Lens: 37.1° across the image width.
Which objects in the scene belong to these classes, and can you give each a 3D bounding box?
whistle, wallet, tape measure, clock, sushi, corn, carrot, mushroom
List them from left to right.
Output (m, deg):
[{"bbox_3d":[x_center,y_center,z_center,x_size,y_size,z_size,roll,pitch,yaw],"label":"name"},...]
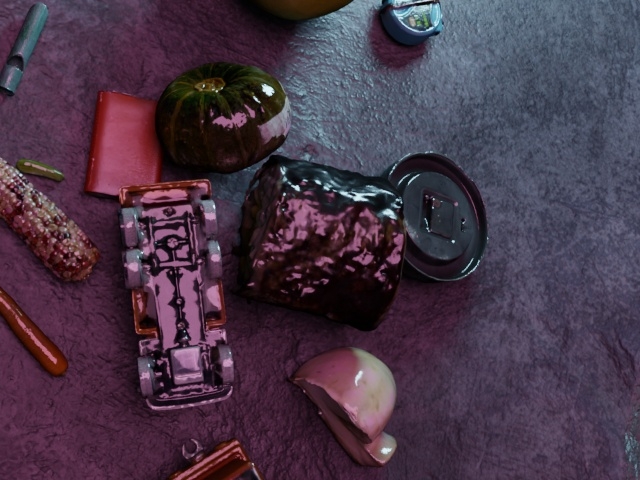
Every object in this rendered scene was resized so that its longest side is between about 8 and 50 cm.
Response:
[{"bbox_3d":[-0.531,0.143,1.681,0.043,0.043,0.248,-42,93,-23],"label":"carrot"},{"bbox_3d":[-0.554,-0.358,1.779,0.039,0.039,0.186,22,71,-15],"label":"whistle"},{"bbox_3d":[-0.508,-0.039,1.699,0.280,0.092,0.092,47,67,-5],"label":"corn"},{"bbox_3d":[-0.365,-0.174,1.807,0.142,0.045,0.204,10,76,-22],"label":"wallet"},{"bbox_3d":[-0.002,-0.001,1.782,0.294,0.281,0.299,13,81,-12],"label":"sushi"},{"bbox_3d":[0.092,0.296,1.818,0.173,0.162,0.236,-40,96,-22],"label":"mushroom"},{"bbox_3d":[0.200,-0.492,2.071,0.146,0.081,0.125,-13,81,-22],"label":"tape measure"},{"bbox_3d":[0.228,-0.047,1.972,0.281,0.055,0.280,10,71,-31],"label":"clock"}]

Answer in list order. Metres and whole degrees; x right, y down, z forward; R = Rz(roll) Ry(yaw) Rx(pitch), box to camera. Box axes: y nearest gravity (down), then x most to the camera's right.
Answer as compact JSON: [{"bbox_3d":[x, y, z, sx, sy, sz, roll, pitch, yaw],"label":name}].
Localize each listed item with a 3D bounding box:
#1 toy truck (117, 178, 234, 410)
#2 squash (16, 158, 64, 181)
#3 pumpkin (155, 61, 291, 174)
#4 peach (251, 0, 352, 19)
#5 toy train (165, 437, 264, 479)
[{"bbox_3d":[-0.260,0.096,1.702,0.174,0.207,0.387,-6,89,-12],"label":"toy truck"},{"bbox_3d":[-0.514,-0.130,1.753,0.089,0.027,0.027,15,74,-19],"label":"squash"},{"bbox_3d":[-0.186,-0.218,1.791,0.260,0.260,0.189,-25,125,-24],"label":"pumpkin"},{"bbox_3d":[-0.024,-0.590,1.897,0.316,0.314,0.281,-35,108,-21],"label":"peach"},{"bbox_3d":[-0.133,0.505,1.651,0.163,0.232,0.369,-30,89,-21],"label":"toy train"}]
